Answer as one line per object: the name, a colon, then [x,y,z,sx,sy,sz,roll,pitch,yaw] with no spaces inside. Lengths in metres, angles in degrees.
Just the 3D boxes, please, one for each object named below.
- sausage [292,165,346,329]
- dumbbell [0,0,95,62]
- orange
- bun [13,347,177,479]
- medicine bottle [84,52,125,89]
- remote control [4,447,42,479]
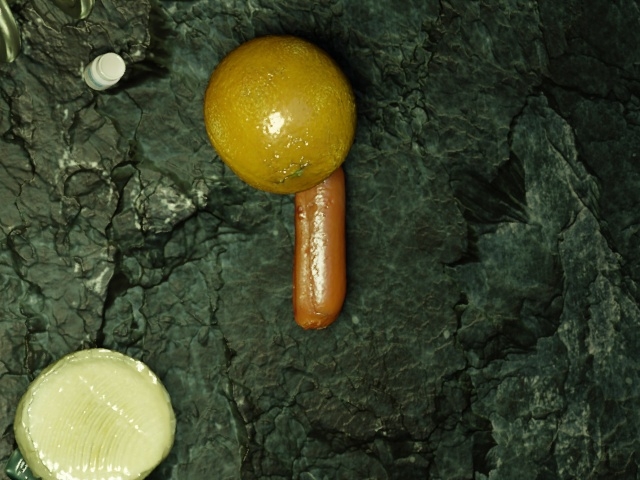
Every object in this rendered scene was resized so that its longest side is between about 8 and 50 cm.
sausage: [0.000,0.000,1.909,0.102,0.102,0.331,1,88,-27]
dumbbell: [-0.474,-0.400,1.628,0.290,0.192,0.192,-37,104,-24]
orange: [-0.068,-0.217,1.788,0.274,0.274,0.274,1,87,-27]
bun: [-0.365,0.301,1.671,0.259,0.152,0.260,9,62,-17]
medicine bottle: [-0.361,-0.283,1.737,0.052,0.089,0.052,1,87,-27]
remote control: [-0.414,0.410,1.707,0.222,0.042,0.072,35,71,-21]
